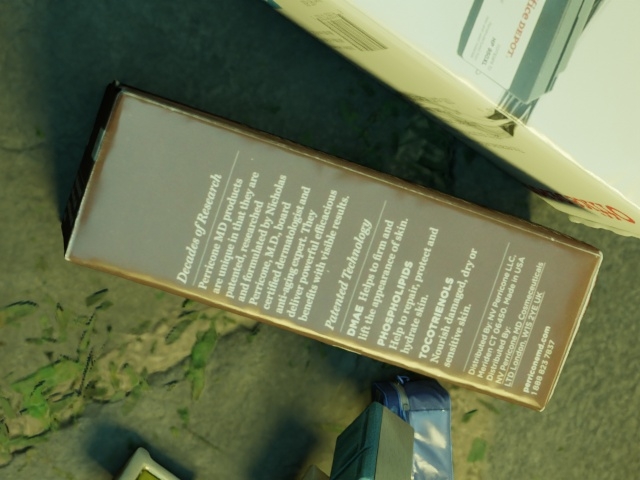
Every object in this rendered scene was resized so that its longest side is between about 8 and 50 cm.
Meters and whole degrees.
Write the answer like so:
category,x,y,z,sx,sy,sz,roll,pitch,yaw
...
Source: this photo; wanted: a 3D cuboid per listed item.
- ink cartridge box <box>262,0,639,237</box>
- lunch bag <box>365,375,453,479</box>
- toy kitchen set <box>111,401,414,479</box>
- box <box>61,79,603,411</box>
category,x,y,z,sx,sy,sz,roll,pitch,yaw
ink cartridge box,0.115,-0.176,1.166,0.395,0.285,0.166,34,90,-13
lunch bag,0.071,0.159,1.314,0.065,0.067,0.098,-4,98,-9
toy kitchen set,-0.056,0.197,1.235,0.166,0.122,0.207,38,112,-12
box,0.000,0.000,1.219,0.381,0.191,0.143,20,94,-11
